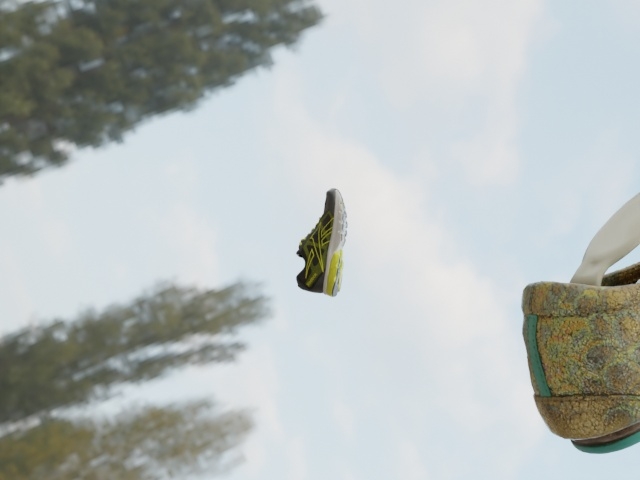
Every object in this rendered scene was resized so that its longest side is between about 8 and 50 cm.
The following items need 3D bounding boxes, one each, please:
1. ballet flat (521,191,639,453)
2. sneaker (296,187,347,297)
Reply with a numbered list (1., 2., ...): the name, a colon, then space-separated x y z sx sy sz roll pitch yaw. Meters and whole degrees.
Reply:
1. ballet flat: 0.248 -0.002 0.903 0.123 0.348 0.123 36 -39 36
2. sneaker: 0.000 0.000 1.149 0.031 0.035 0.083 70 24 -70
